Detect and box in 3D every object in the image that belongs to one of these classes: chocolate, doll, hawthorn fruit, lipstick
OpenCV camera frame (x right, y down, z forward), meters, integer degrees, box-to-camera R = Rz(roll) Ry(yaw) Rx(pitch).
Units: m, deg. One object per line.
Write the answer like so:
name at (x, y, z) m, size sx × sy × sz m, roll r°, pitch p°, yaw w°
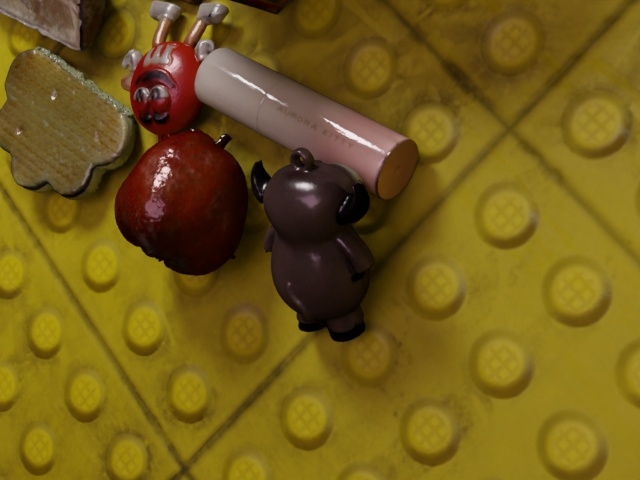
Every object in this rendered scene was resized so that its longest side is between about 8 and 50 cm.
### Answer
chocolate at (-0.444, -0.430, 1.679) m, size 0.303 × 0.100 × 0.185 m, roll 28°, pitch 138°, yaw 28°
doll at (-0.223, -0.245, 1.556) m, size 0.183 × 0.085 × 0.217 m, roll 11°, pitch 85°, yaw 36°
doll at (-0.001, 0.002, 1.339) m, size 0.182 × 0.117 × 0.257 m, roll 11°, pitch 118°, yaw 36°
hawthorn fruit at (-0.179, -0.059, 1.469) m, size 0.185 × 0.185 × 0.202 m, roll 22°, pitch 79°, yaw 31°
lipstick at (-0.025, -0.160, 1.426) m, size 0.327 × 0.087 × 0.087 m, roll 30°, pitch 101°, yaw 29°

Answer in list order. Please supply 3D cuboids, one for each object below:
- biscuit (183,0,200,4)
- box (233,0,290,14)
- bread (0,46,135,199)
biscuit at (-0.199, -0.440, 1.587) m, size 0.215 × 0.034 × 0.182 m, roll 44°, pitch 107°, yaw 26°
box at (-0.153, -0.409, 1.377) m, size 0.089 × 0.313 × 0.197 m, roll -39°, pitch 78°, yaw 21°
bread at (-0.412, -0.169, 1.675) m, size 0.286 × 0.056 × 0.207 m, roll 41°, pitch 103°, yaw 27°
